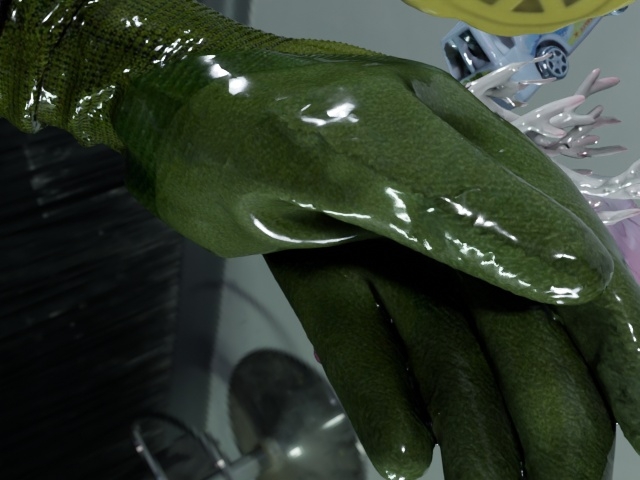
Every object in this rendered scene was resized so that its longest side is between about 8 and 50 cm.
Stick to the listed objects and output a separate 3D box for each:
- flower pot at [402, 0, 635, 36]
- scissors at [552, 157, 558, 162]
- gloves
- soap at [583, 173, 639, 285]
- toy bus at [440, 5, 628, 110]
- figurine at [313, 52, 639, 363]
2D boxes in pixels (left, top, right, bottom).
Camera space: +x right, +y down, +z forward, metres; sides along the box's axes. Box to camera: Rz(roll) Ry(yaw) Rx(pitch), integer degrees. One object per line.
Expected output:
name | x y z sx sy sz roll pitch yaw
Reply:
flower pot | 0.095 -0.204 0.566 0.195 0.195 0.179 -24 57 48
scissors | 0.187 -0.059 1.505 0.030 0.242 0.118 -159 52 -80
gloves | 0.005 -0.012 0.395 0.268 0.107 0.135 40 156 8
soap | 0.294 0.023 1.448 0.109 0.324 0.193 -39 88 36
toy bus | 0.290 -0.296 1.561 0.136 0.329 0.109 50 149 -11
figurine | 0.152 -0.029 1.115 0.206 0.284 0.315 -94 13 -53
